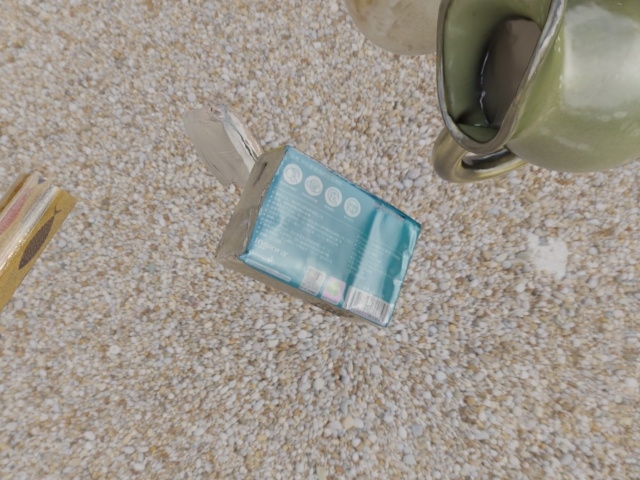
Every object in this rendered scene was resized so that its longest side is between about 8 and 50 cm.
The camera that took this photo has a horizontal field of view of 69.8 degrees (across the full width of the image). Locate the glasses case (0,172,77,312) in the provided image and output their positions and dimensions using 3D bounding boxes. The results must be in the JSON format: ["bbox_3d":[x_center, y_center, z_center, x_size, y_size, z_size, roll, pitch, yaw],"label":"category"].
[{"bbox_3d":[-0.313,0.015,0.437,0.064,0.041,0.170,17,69,19],"label":"glasses case"}]

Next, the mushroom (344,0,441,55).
[{"bbox_3d":[0.194,-0.530,0.885,0.292,0.293,0.290,19,65,7],"label":"mushroom"}]

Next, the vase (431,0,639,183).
[{"bbox_3d":[0.266,-0.177,0.588,0.302,0.329,0.241,-9,64,-25],"label":"vase"}]

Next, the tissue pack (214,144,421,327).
[{"bbox_3d":[0.000,0.000,0.449,0.169,0.082,0.120,27,75,-24],"label":"tissue pack"}]

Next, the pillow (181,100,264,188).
[{"bbox_3d":[-0.165,-0.156,0.805,0.067,0.270,0.173,-36,114,-18],"label":"pillow"}]
